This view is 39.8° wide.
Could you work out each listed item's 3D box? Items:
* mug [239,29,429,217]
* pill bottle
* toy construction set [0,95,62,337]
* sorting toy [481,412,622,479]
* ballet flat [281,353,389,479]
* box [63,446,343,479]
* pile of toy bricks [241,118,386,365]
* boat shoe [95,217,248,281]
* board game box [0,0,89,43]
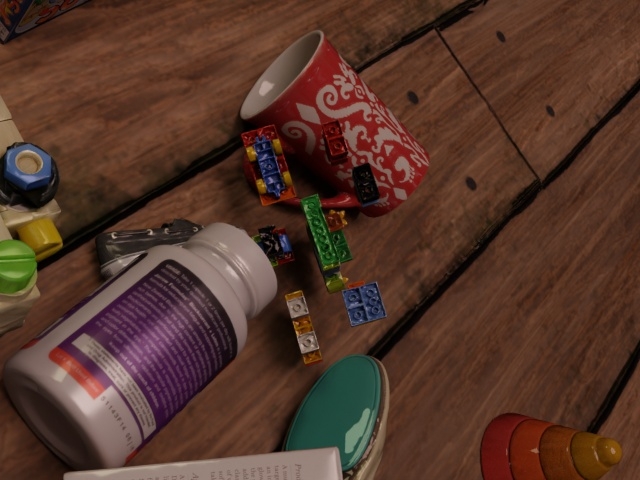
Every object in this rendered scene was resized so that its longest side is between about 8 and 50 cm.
[{"bbox_3d":[0.007,-0.097,0.881,0.169,0.150,0.113,40,12,-23],"label":"mug"},{"bbox_3d":[-0.123,0.071,0.650,0.108,0.108,0.193,52,55,-7],"label":"pill bottle"},{"bbox_3d":[-0.290,-0.046,0.568,0.215,0.151,0.327,-22,91,-38],"label":"toy construction set"},{"bbox_3d":[0.184,0.283,0.806,0.127,0.126,0.365,53,45,-7],"label":"sorting toy"},{"bbox_3d":[0.003,0.211,0.732,0.086,0.086,0.248,40,51,-18],"label":"ballet flat"},{"bbox_3d":[-0.072,0.198,0.584,0.171,0.130,0.091,-4,68,-6],"label":"box"},{"bbox_3d":[0.000,0.000,0.806,0.118,0.105,0.212,-16,79,-3],"label":"pile of toy bricks"},{"bbox_3d":[-0.122,0.001,0.743,0.142,0.049,0.040,-14,78,-41],"label":"boat shoe"},{"bbox_3d":[-0.185,-0.252,0.754,0.035,0.136,0.201,51,47,-7],"label":"board game box"}]
